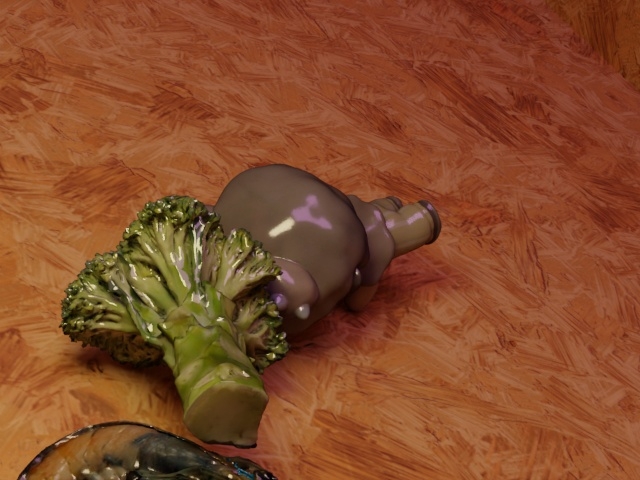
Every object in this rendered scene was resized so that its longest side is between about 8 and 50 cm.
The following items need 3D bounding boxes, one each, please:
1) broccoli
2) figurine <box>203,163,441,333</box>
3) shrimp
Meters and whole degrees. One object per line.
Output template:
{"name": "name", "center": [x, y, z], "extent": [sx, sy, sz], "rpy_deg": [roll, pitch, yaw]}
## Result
{"name": "broccoli", "center": [-0.151, 0.098, 1.538], "extent": [0.252, 0.221, 0.361], "rpy_deg": [42, 7, -6]}
{"name": "figurine", "center": [0.001, 0.000, 1.883], "extent": [0.380, 0.203, 0.248], "rpy_deg": [-10, 39, -47]}
{"name": "shrimp", "center": [-0.184, 0.262, 1.371], "extent": [0.290, 0.054, 0.222], "rpy_deg": [6, 35, 27]}
